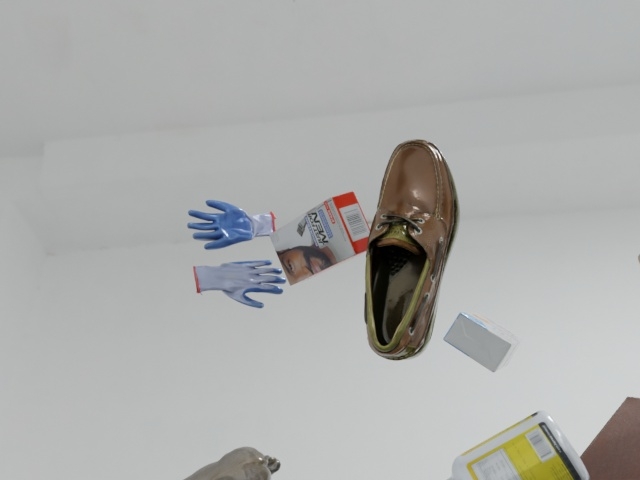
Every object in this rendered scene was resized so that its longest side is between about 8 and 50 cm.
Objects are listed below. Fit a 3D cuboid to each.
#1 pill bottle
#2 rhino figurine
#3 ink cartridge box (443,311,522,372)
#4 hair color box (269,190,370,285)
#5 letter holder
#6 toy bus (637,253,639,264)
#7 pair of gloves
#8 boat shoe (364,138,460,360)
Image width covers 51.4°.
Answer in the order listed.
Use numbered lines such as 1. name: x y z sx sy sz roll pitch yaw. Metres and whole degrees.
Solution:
1. pill bottle: 0.233 0.302 0.840 0.184 0.103 0.103 -32 -42 6
2. rhino figurine: -0.162 0.333 0.821 0.243 0.073 0.106 -27 -32 -9
3. ink cartridge box: 0.303 0.181 1.218 0.061 0.104 0.181 -60 -23 7
4. hair color box: 0.000 0.000 1.020 0.053 0.093 0.167 -19 -7 -41
5. letter holder: 0.548 0.409 1.067 0.215 0.302 0.151 -4 -69 52
6. toy bus: 0.627 0.111 1.013 0.332 0.130 0.108 47 -60 -7
7. pair of gloves: -0.138 0.020 1.102 0.160 0.198 0.023 0 -27 -24
8. boat shoe: 0.118 0.003 0.872 0.111 0.307 0.104 0 -12 21
